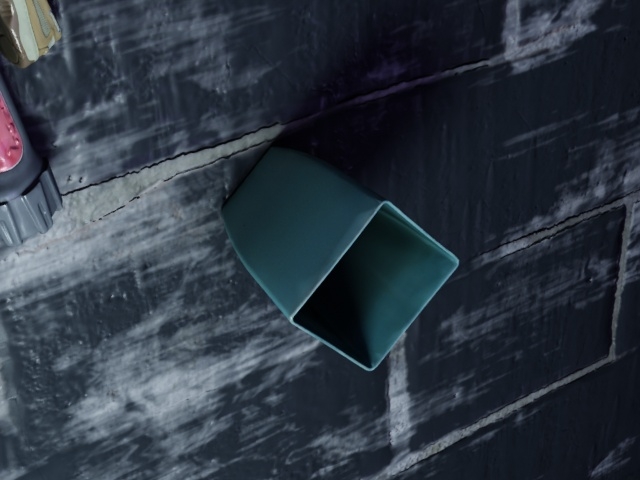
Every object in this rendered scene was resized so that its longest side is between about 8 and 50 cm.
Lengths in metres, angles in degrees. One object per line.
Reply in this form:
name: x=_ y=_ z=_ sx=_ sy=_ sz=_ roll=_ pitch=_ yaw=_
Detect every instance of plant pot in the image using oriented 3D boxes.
plant pot: x=0.000 y=0.000 z=1.416 sx=0.165 sy=0.234 sz=0.166 roll=-52 pitch=136 yaw=2

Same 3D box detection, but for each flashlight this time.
flashlight: x=-0.335 y=-0.128 z=1.168 sx=0.103 sy=0.103 sz=0.304 roll=-30 pitch=132 yaw=-20

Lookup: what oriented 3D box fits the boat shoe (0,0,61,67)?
boat shoe: x=-0.291 y=-0.258 z=1.152 sx=0.072 sy=0.068 sz=0.190 roll=-39 pitch=146 yaw=-27
